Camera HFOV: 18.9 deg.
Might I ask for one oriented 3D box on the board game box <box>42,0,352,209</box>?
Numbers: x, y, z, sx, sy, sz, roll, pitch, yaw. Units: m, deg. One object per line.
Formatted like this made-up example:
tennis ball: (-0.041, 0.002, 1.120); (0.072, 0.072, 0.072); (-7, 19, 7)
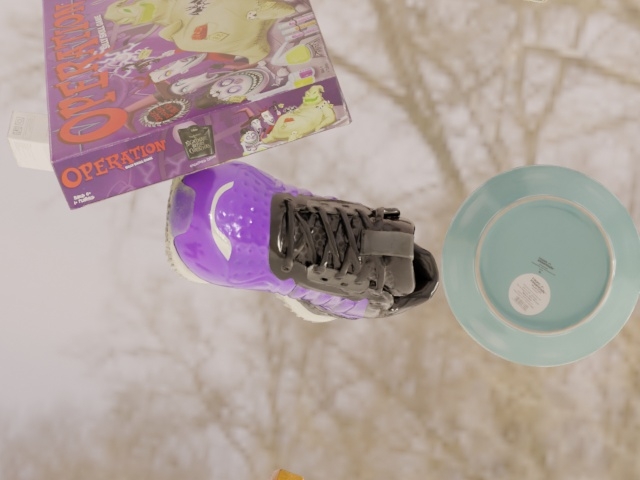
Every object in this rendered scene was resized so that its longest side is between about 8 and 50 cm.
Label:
board game box: (-0.106, -0.151, 1.459); (0.208, 0.347, 0.056); (-21, -59, 2)

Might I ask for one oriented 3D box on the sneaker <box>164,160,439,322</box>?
sneaker: (0.000, -0.001, 1.522); (0.146, 0.102, 0.293); (1, -11, 32)

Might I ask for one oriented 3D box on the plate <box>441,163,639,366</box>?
plate: (0.205, 0.023, 1.771); (0.188, 0.188, 0.024); (9, -1, 0)

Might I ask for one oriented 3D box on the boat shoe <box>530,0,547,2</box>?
boat shoe: (0.173, -0.386, 2.203); (0.302, 0.103, 0.113); (30, -21, -18)

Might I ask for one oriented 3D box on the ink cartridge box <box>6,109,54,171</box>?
ink cartridge box: (-0.206, -0.080, 1.644); (0.115, 0.029, 0.063); (7, -20, 3)

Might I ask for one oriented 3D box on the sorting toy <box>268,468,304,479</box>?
sorting toy: (-0.093, 0.315, 1.381); (0.041, 0.307, 0.229); (20, -15, -10)
